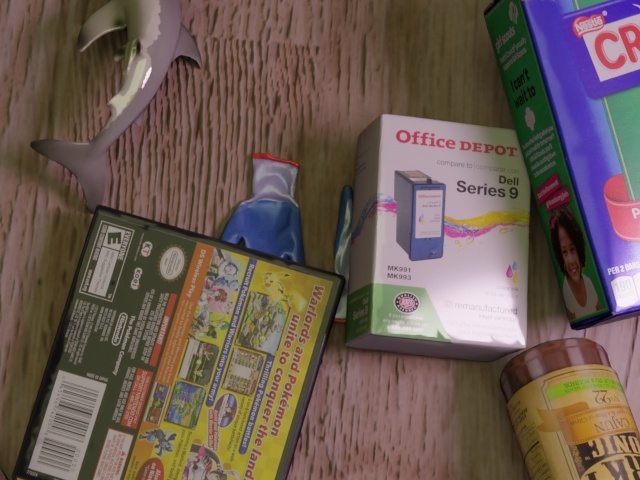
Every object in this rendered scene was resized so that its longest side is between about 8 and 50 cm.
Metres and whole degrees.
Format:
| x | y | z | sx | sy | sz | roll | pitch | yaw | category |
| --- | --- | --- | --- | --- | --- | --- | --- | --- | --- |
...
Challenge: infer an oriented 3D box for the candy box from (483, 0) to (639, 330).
| x | y | z | sx | sy | sz | roll | pitch | yaw | category |
| --- | --- | --- | --- | --- | --- | --- | --- | --- | --- |
| 0.324 | -0.104 | 1.638 | 0.268 | 0.122 | 0.317 | -14 | 82 | -16 | candy box |

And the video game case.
| x | y | z | sx | sy | sz | roll | pitch | yaw | category |
| --- | --- | --- | --- | --- | --- | --- | --- | --- | --- |
| -0.133 | 0.131 | 1.678 | 0.248 | 0.035 | 0.275 | 16 | 84 | 4 | video game case |

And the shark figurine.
| x | y | z | sx | sy | sz | roll | pitch | yaw | category |
| --- | --- | --- | --- | --- | --- | --- | --- | --- | --- |
| -0.165 | -0.171 | 1.725 | 0.166 | 0.116 | 0.278 | -5 | 67 | 34 | shark figurine |

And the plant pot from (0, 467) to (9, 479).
| x | y | z | sx | sy | sz | roll | pitch | yaw | category |
| --- | --- | --- | --- | --- | --- | --- | --- | --- | --- |
| -0.341 | 0.234 | 1.642 | 0.109 | 0.109 | 0.096 | -23 | 66 | -4 | plant pot |

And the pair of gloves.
| x | y | z | sx | sy | sz | roll | pitch | yaw | category |
| --- | --- | --- | --- | --- | --- | --- | --- | --- | --- |
| 0.000 | 0.000 | 1.722 | 0.198 | 0.023 | 0.159 | 9 | 79 | 3 | pair of gloves |

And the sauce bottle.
| x | y | z | sx | sy | sz | roll | pitch | yaw | category |
| --- | --- | --- | --- | --- | --- | --- | --- | --- | --- |
| 0.258 | 0.254 | 1.573 | 0.111 | 0.111 | 0.344 | -16 | 60 | -3 | sauce bottle |

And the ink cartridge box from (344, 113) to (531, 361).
| x | y | z | sx | sy | sz | roll | pitch | yaw | category |
| --- | --- | --- | --- | --- | --- | --- | --- | --- | --- |
| 0.112 | -0.002 | 1.670 | 0.154 | 0.093 | 0.212 | 7 | 76 | -13 | ink cartridge box |
